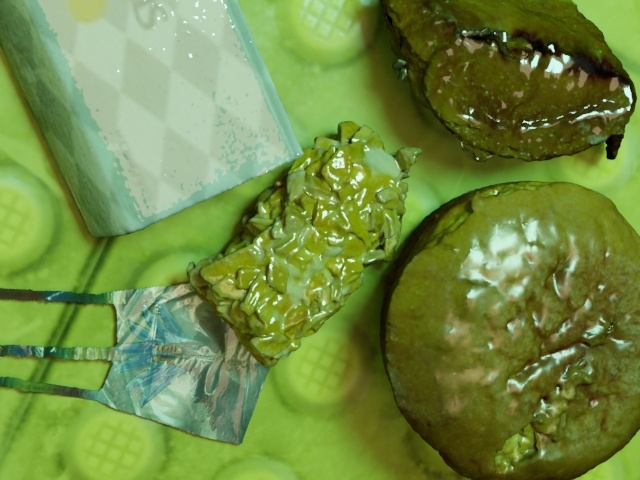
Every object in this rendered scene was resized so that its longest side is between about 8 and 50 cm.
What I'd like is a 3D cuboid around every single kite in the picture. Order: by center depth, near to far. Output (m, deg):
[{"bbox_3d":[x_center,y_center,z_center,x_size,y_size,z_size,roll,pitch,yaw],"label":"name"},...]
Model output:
[{"bbox_3d":[-0.195,0.097,1.406,0.310,0.015,0.169,12,96,-18],"label":"kite"}]

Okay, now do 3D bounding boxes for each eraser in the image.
[{"bbox_3d":[-0.192,-0.216,1.317,0.213,0.082,0.396,-25,104,-11],"label":"eraser"}]

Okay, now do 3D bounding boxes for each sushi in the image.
[{"bbox_3d":[0.186,-0.173,1.395,0.296,0.179,0.166,12,113,-13],"label":"sushi"}]

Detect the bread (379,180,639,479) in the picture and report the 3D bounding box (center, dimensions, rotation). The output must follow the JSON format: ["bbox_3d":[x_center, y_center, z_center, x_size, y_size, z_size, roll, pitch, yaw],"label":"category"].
[{"bbox_3d":[0.197,0.092,1.419,0.312,0.172,0.312,-3,99,-17],"label":"bread"}]

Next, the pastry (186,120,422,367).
[{"bbox_3d":[0.000,0.000,1.391,0.250,0.102,0.154,-44,107,-6],"label":"pastry"}]
